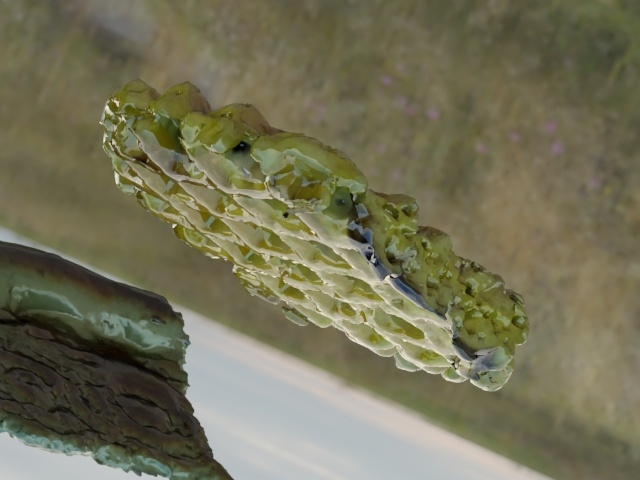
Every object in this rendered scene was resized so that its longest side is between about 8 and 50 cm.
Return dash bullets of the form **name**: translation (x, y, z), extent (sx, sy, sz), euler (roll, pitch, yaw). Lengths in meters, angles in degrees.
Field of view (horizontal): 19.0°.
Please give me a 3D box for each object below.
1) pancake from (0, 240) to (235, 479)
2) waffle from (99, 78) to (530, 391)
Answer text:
- **pancake**: translation (-0.243, 0.087, 1.534), extent (0.427, 0.067, 0.305), euler (15, -157, -42)
- **waffle**: translation (-0.002, 0.003, 1.174), extent (0.312, 0.060, 0.307), euler (32, 168, -13)
